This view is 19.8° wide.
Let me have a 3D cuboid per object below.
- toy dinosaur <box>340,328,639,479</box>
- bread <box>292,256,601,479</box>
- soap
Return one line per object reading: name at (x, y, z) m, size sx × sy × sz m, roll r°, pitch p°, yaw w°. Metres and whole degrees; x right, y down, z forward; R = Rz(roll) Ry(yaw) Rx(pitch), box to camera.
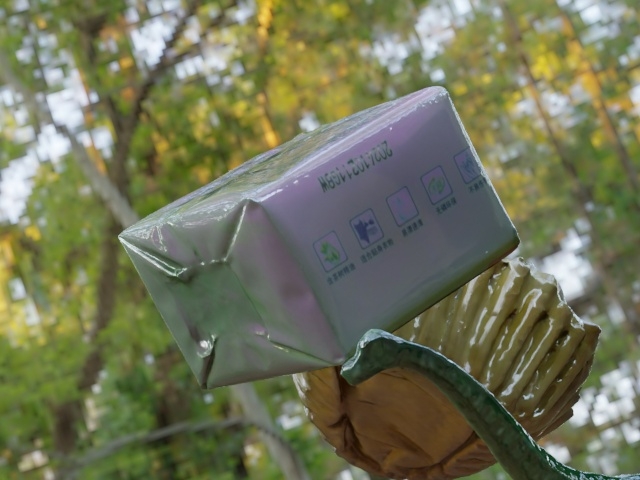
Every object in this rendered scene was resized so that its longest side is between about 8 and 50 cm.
toy dinosaur at (0.218, 0.144, 1.167) m, size 0.447 × 0.300 × 0.087 m, roll -15°, pitch 18°, yaw -26°
bread at (0.086, 0.103, 1.503) m, size 0.274 × 0.149 × 0.274 m, roll 17°, pitch -30°, yaw 10°
soap at (0.000, 0.000, 1.277) m, size 0.199 × 0.138 × 0.182 m, roll -31°, pitch 8°, yaw -37°
